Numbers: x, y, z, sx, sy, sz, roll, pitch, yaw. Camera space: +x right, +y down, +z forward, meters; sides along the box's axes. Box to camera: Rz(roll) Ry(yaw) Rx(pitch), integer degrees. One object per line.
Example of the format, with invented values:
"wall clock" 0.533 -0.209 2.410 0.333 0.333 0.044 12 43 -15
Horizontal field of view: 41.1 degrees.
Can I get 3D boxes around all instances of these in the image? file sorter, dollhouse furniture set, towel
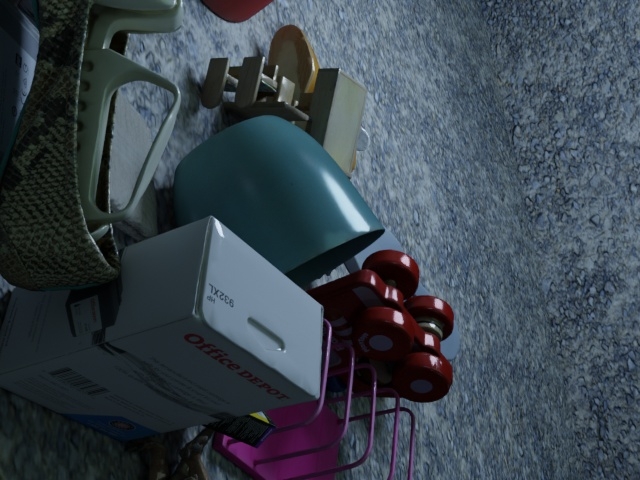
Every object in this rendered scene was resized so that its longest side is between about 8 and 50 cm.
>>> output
"file sorter" 0.008 0.288 1.345 0.290 0.182 0.202 49 36 -36
"dollhouse furniture set" -0.059 -0.202 1.480 0.212 0.242 0.161 23 76 -54
"towel" -0.282 -0.115 1.129 0.282 0.049 0.187 60 22 -71

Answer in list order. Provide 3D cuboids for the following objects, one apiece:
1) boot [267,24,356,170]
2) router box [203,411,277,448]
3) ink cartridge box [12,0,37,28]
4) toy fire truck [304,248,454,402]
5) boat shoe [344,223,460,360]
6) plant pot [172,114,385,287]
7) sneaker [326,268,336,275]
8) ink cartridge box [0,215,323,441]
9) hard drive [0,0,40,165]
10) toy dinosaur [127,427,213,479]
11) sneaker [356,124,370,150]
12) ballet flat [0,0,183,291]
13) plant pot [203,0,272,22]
"boot" -0.009 -0.279 1.749 0.211 0.104 0.295 -3 81 -66
"router box" -0.152 0.194 1.162 0.133 0.046 0.179 38 4 -46
"ink cartridge box" -0.342 -0.317 1.117 0.063 0.150 0.109 49 36 -29
"toy fire truck" 0.081 0.172 1.468 0.302 0.254 0.169 50 34 -32
"boat shoe" 0.110 0.102 1.626 0.367 0.156 0.136 47 48 -28
"plant pot" -0.087 -0.044 1.289 0.235 0.293 0.293 60 27 8
"sneaker" 0.000 0.000 1.612 0.297 0.111 0.129 -19 107 -58
"ink cartridge box" -0.181 0.116 0.981 0.223 0.307 0.129 42 40 -43
"hard drive" -0.375 -0.166 0.893 0.339 0.064 0.237 61 27 -73
"toy dinosaur" -0.168 0.363 1.072 0.295 0.127 0.200 -90 161 -61
"sneaker" 0.056 -0.273 1.909 0.065 0.061 0.158 -107 171 -75
"ballet flat" -0.235 -0.182 0.918 0.164 0.182 0.482 55 39 -80
"plant pot" -0.111 -0.578 1.577 0.275 0.243 0.275 36 45 -46
